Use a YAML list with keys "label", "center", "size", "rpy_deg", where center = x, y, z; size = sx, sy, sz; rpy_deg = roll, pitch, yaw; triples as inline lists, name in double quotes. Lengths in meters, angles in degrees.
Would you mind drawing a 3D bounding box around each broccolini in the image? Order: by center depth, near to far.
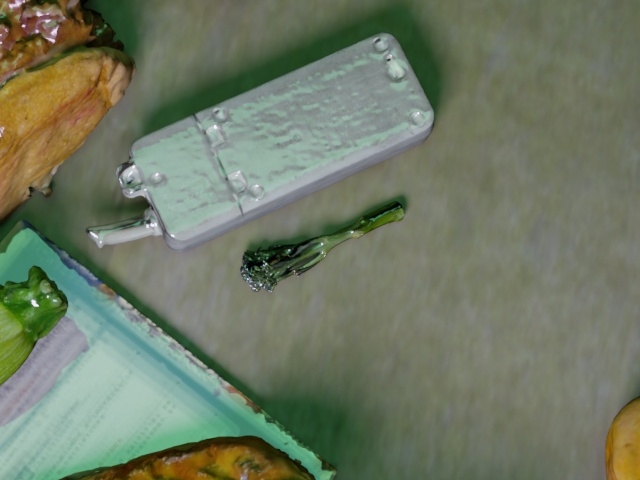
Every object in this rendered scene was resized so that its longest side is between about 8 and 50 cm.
- label: "broccolini"
  center: [0.000, 0.000, 1.497]
  size: [0.140, 0.030, 0.035]
  rpy_deg: [-26, 44, -12]

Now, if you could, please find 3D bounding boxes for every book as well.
- label: "book"
  center: [-0.180, 0.165, 1.454]
  size: [0.322, 0.018, 0.228]
  rpy_deg: [39, 79, 6]

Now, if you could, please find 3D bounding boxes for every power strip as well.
- label: "power strip"
  center: [-0.054, -0.068, 1.492]
  size: [0.288, 0.053, 0.093]
  rpy_deg: [-24, 81, -6]

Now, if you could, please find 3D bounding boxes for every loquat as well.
- label: "loquat"
  center: [0.278, 0.171, 1.419]
  size: [0.137, 0.113, 0.137]
  rpy_deg: [2, 60, -4]

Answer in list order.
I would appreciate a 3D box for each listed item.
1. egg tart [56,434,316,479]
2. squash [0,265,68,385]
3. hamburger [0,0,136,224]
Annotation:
- label: "egg tart"
  center: [-0.118, 0.255, 1.327]
  size: [0.297, 0.297, 0.132]
  rpy_deg: [-10, 118, -4]
- label: "squash"
  center: [-0.365, 0.121, 1.392]
  size: [0.395, 0.107, 0.107]
  rpy_deg: [-28, 80, 5]
- label: "hamburger"
  center: [-0.271, -0.104, 1.440]
  size: [0.155, 0.245, 0.282]
  rpy_deg: [43, 35, 12]
